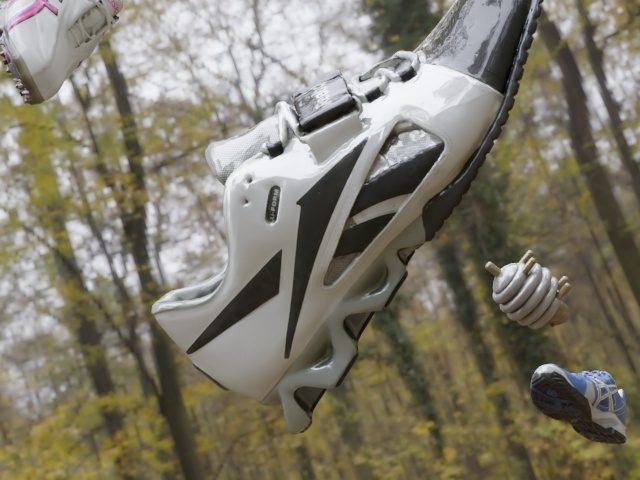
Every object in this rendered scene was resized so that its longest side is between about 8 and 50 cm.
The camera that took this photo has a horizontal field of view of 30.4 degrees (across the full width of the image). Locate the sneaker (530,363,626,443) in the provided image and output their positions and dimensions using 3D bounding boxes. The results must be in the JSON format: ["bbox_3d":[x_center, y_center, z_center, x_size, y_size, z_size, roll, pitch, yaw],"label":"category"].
[{"bbox_3d":[0.363,0.215,1.649,0.080,0.081,0.211,-4,-30,41],"label":"sneaker"}]

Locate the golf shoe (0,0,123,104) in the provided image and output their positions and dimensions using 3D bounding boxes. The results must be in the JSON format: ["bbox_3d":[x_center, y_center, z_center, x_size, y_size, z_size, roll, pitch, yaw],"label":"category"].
[{"bbox_3d":[-0.197,-0.173,0.904,0.086,0.186,0.067,-15,-51,8],"label":"golf shoe"}]

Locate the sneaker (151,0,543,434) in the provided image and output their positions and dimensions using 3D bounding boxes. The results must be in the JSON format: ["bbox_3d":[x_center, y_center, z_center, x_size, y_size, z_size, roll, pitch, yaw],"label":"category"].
[{"bbox_3d":[0.011,-0.050,0.730,0.331,0.146,0.122,-58,6,5],"label":"sneaker"}]

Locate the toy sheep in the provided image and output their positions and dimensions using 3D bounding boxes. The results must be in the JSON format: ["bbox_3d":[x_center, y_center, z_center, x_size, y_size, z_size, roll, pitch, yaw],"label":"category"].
[{"bbox_3d":[0.272,0.067,1.547,0.091,0.132,0.091,-53,3,4],"label":"toy sheep"}]
